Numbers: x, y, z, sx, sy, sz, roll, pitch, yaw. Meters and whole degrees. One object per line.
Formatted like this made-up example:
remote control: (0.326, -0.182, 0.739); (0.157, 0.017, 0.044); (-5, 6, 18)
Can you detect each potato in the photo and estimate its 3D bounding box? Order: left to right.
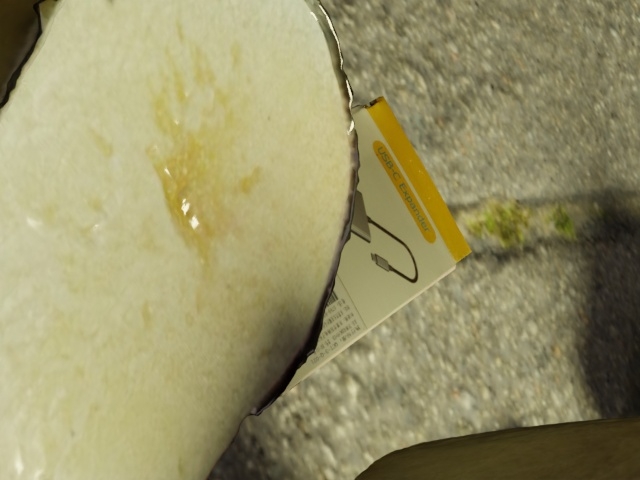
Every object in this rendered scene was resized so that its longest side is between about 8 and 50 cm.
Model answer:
potato: (-0.131, -0.011, 0.742); (0.299, 0.196, 0.246); (-53, 136, -41)

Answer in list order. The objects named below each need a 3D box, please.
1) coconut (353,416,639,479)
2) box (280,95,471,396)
coconut: (0.124, 0.214, 0.796); (0.329, 0.329, 0.328); (28, 48, -37)
box: (0.000, 0.000, 1.038); (0.247, 0.033, 0.129); (-30, 90, -53)
